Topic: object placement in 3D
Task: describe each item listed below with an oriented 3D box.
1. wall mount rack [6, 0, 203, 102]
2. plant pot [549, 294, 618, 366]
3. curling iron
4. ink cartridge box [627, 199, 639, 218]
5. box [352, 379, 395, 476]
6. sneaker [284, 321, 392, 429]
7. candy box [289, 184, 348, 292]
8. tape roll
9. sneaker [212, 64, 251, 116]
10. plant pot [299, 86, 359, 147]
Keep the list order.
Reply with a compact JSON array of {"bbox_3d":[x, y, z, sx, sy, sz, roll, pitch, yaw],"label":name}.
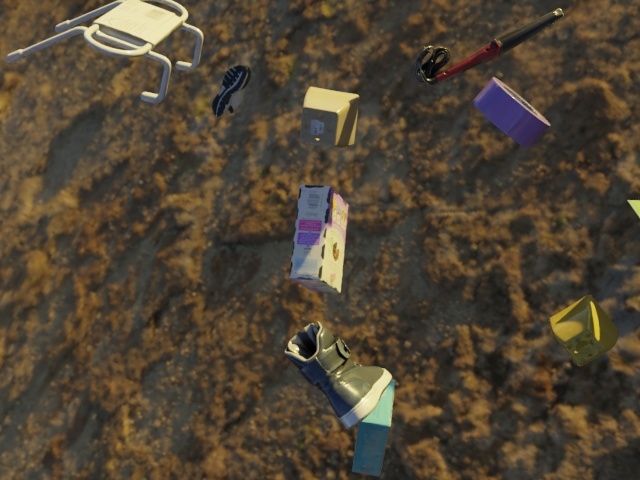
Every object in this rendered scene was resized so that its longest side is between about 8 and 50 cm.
[{"bbox_3d":[-0.399,-0.379,1.653,0.350,0.304,0.130,-69,-2,-60],"label":"wall mount rack"},{"bbox_3d":[0.417,0.151,1.374,0.081,0.081,0.083,-37,7,24],"label":"plant pot"},{"bbox_3d":[0.288,-0.338,1.492,0.274,0.068,0.035,-21,14,3],"label":"curling iron"},{"bbox_3d":[0.592,-0.009,1.365,0.109,0.209,0.062,-97,10,-54],"label":"ink cartridge box"},{"bbox_3d":[0.104,0.372,1.723,0.244,0.060,0.101,93,-173,-53],"label":"box"},{"bbox_3d":[0.030,0.199,1.401,0.086,0.163,0.226,-43,-5,9],"label":"sneaker"},{"bbox_3d":[0.000,0.000,1.807,0.070,0.165,0.196,3,78,16],"label":"candy box"},{"bbox_3d":[0.480,-0.321,2.188,0.080,0.189,0.189,-50,33,19],"label":"tape roll"},{"bbox_3d":[-0.143,-0.253,1.461,0.040,0.043,0.109,57,133,18],"label":"sneaker"},{"bbox_3d":[0.010,-0.238,1.749,0.096,0.109,0.109,-54,-27,-64],"label":"plant pot"}]
